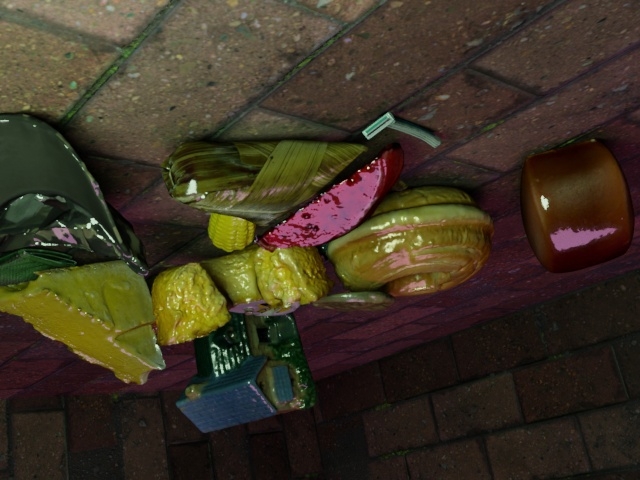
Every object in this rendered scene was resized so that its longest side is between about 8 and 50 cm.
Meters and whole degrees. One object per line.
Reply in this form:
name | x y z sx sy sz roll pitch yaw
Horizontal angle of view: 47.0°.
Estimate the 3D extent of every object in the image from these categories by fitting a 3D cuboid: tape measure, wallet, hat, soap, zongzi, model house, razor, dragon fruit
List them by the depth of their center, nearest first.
hat | -0.471 -0.081 1.290 0.367 0.257 0.381 6 124 -2
zongzi | -0.095 -0.129 1.294 0.288 0.134 0.286 -20 165 32
razor | 0.163 -0.206 1.381 0.191 0.037 0.068 5 151 -45
dragon fruit | 0.056 -0.074 1.505 0.344 0.100 0.282 -35 179 24
wallet | -0.701 0.068 1.678 0.236 0.055 0.160 -22 163 20
soap | -0.541 0.214 1.695 0.169 0.304 0.339 -25 172 30
tape measure | -0.151 0.158 2.134 0.236 0.120 0.197 -13 156 23
model house | -0.256 0.387 2.344 0.335 0.381 0.343 -20 161 24

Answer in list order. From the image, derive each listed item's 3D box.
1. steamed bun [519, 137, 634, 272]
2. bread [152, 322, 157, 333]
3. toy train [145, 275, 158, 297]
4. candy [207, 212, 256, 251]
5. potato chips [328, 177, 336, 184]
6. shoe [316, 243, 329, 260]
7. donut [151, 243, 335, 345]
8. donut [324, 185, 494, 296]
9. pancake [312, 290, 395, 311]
steamed bun | 0.601 -0.056 1.734 0.235 0.248 0.379 -15 160 10
bread | -0.583 0.236 2.053 0.314 0.171 0.192 -20 163 23
toy train | -0.362 0.135 2.016 0.226 0.090 0.137 7 161 -42
candy | -0.182 -0.053 1.545 0.106 0.094 0.199 27 154 3
potato chips | -0.034 -0.137 1.499 0.142 0.026 0.209 -25 159 29
shoe | 0.000 0.000 1.838 0.064 0.071 0.143 -10 159 -1
donut | -0.199 0.098 1.749 0.436 0.163 0.378 -17 -176 -10
donut | 0.219 0.016 1.817 0.449 0.198 0.449 -7 161 -3
pancake | 0.076 0.151 1.799 0.223 0.042 0.236 5 168 -13
